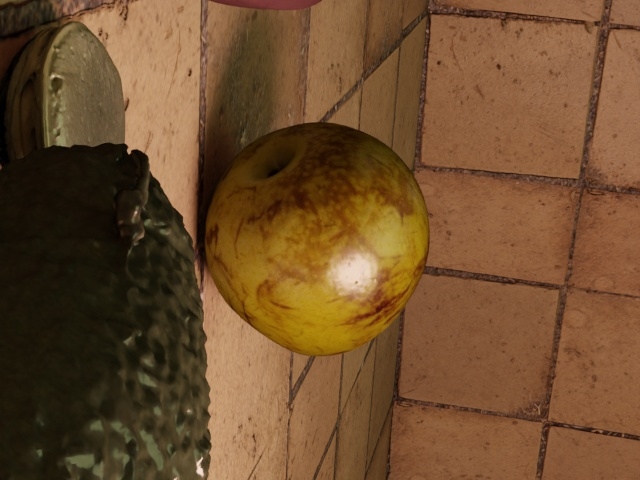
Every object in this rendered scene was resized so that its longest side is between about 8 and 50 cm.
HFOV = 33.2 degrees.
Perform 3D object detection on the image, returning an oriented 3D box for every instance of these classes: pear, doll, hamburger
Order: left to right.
[{"bbox_3d":[-0.177,0.098,0.615,0.247,0.247,0.350,86,10,-47],"label":"doll"},{"bbox_3d":[-0.191,-0.090,0.790,0.140,0.062,0.133,59,36,-69],"label":"hamburger"},{"bbox_3d":[0.000,0.000,1.264,0.283,0.283,0.284,8,90,-79],"label":"pear"}]

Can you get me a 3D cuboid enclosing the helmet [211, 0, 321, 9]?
[{"bbox_3d":[-0.031,-0.309,0.907,0.271,0.197,0.338,-58,-176,19],"label":"helmet"}]
